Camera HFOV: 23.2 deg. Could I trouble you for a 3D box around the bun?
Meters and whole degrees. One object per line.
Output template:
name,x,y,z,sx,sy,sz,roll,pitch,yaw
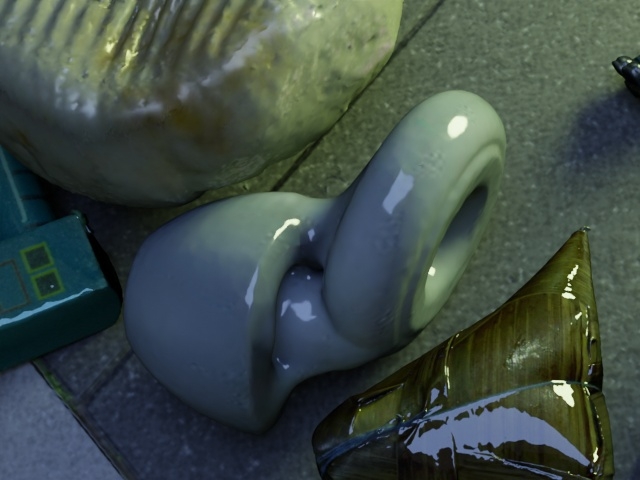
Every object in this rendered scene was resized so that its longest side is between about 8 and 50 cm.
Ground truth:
bun,-0.114,-0.177,1.233,0.365,0.219,0.365,-6,56,9

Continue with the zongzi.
zongzi,0.105,0.095,1.182,0.221,0.112,0.242,-2,62,5

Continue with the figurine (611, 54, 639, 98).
figurine,0.316,-0.168,1.274,0.149,0.086,0.087,-38,106,1

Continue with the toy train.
toy train,-0.295,-0.029,1.260,0.194,0.120,0.298,-22,69,-11

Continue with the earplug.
earplug,0.006,0.010,1.169,0.326,0.214,0.175,-32,69,0
